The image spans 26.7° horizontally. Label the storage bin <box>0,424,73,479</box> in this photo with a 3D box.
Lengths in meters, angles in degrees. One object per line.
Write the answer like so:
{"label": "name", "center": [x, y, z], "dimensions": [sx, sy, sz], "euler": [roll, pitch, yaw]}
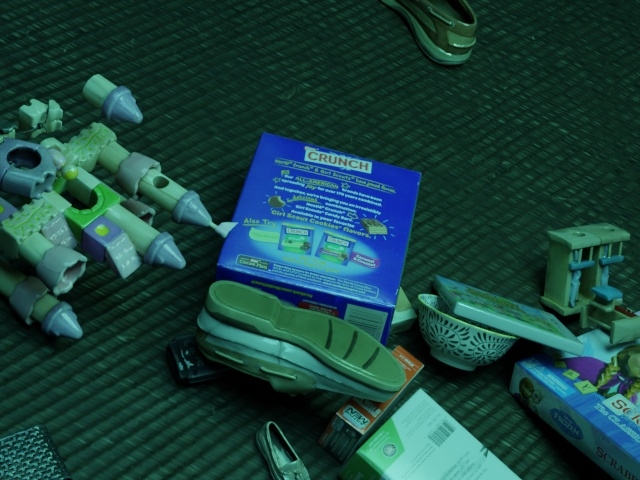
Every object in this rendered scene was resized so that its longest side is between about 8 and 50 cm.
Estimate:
{"label": "storage bin", "center": [-0.414, 0.315, 1.680], "dimensions": [0.180, 0.122, 0.084], "euler": [-19, 64, -32]}

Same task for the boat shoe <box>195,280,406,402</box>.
{"label": "boat shoe", "center": [-0.031, 0.161, 1.899], "dimensions": [0.302, 0.103, 0.113], "euler": [25, 27, 4]}

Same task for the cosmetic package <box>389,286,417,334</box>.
{"label": "cosmetic package", "center": [0.098, 0.090, 2.115], "dimensions": [0.060, 0.041, 0.115], "euler": [-14, 61, -30]}

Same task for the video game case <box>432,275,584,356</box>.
{"label": "video game case", "center": [0.290, 0.115, 2.109], "dimensions": [0.212, 0.023, 0.193], "euler": [18, 9, -8]}

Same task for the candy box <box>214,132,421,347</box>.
{"label": "candy box", "center": [0.000, 0.000, 2.050], "dimensions": [0.268, 0.122, 0.317], "euler": [14, 44, 2]}

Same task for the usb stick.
{"label": "usb stick", "center": [-0.090, 0.155, 1.987], "dimensions": [0.278, 0.045, 0.077], "euler": [-9, 65, -28]}

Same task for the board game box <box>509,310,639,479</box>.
{"label": "board game box", "center": [0.516, 0.248, 2.076], "dimensions": [0.318, 0.066, 0.319], "euler": [-18, 40, -32]}

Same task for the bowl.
{"label": "bowl", "center": [0.216, 0.150, 2.075], "dimensions": [0.170, 0.080, 0.170], "euler": [20, 8, -3]}

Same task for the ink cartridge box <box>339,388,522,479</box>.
{"label": "ink cartridge box", "center": [0.164, 0.346, 1.913], "dimensions": [0.219, 0.092, 0.160], "euler": [43, 51, 12]}

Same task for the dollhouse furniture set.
{"label": "dollhouse furniture set", "center": [0.468, 0.065, 2.176], "dimensions": [0.129, 0.129, 0.184], "euler": [-9, 23, -28]}

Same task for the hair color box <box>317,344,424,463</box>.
{"label": "hair color box", "center": [0.074, 0.238, 1.959], "dimensions": [0.053, 0.093, 0.167], "euler": [38, 49, 9]}

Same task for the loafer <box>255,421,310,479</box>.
{"label": "loafer", "center": [-0.049, 0.311, 1.887], "dimensions": [0.045, 0.039, 0.125], "euler": [-20, 64, -34]}

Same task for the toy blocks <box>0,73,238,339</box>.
{"label": "toy blocks", "center": [-0.297, -0.032, 1.869], "dimensions": [0.260, 0.309, 0.288], "euler": [35, 50, 14]}

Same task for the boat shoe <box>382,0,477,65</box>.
{"label": "boat shoe", "center": [0.194, -0.478, 2.538], "dimensions": [0.123, 0.116, 0.324], "euler": [-24, 66, -35]}
